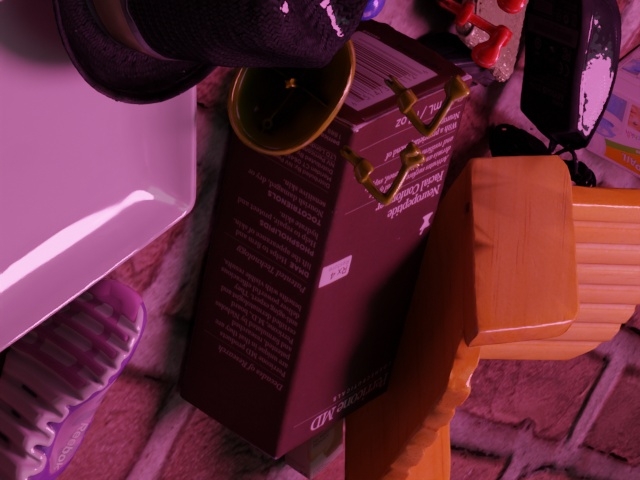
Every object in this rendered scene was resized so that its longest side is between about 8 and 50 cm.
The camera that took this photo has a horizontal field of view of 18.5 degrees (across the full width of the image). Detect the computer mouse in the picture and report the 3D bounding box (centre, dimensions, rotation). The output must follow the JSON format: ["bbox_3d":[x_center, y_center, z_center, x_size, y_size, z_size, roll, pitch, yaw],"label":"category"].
[{"bbox_3d":[0.270,-0.183,2.134,0.072,0.188,0.272,-6,116,-27],"label":"computer mouse"}]

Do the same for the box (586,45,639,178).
[{"bbox_3d":[0.440,-0.133,2.414,0.103,0.203,0.114,-37,146,-36],"label":"box"}]

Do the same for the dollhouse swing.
[{"bbox_3d":[0.226,0.118,2.070,0.347,0.305,0.315,121,-22,-45],"label":"dollhouse swing"}]

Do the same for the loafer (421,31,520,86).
[{"bbox_3d":[0.148,-0.179,2.036,0.170,0.062,0.061,-12,132,-54],"label":"loafer"}]

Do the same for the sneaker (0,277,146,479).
[{"bbox_3d":[-0.227,0.136,1.698,0.236,0.095,0.104,-54,159,5],"label":"sneaker"}]

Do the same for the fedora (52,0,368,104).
[{"bbox_3d":[-0.051,-0.223,1.444,0.334,0.152,0.334,-45,150,-34],"label":"fedora"}]

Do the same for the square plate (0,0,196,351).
[{"bbox_3d":[-0.227,-0.075,1.522,0.347,0.049,0.344,-38,147,-35],"label":"square plate"}]

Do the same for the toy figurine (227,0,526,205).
[{"bbox_3d":[0.067,-0.229,1.720,0.362,0.191,0.217,-60,-171,9],"label":"toy figurine"}]

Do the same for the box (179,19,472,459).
[{"bbox_3d":[0.000,0.000,1.886,0.191,0.143,0.381,-28,142,-46],"label":"box"}]

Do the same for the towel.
[{"bbox_3d":[0.176,-0.245,1.986,0.110,0.027,0.148,42,53,-51],"label":"towel"}]

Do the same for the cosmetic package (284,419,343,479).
[{"bbox_3d":[-0.007,0.205,2.184,0.060,0.041,0.115,-40,148,-31],"label":"cosmetic package"}]
